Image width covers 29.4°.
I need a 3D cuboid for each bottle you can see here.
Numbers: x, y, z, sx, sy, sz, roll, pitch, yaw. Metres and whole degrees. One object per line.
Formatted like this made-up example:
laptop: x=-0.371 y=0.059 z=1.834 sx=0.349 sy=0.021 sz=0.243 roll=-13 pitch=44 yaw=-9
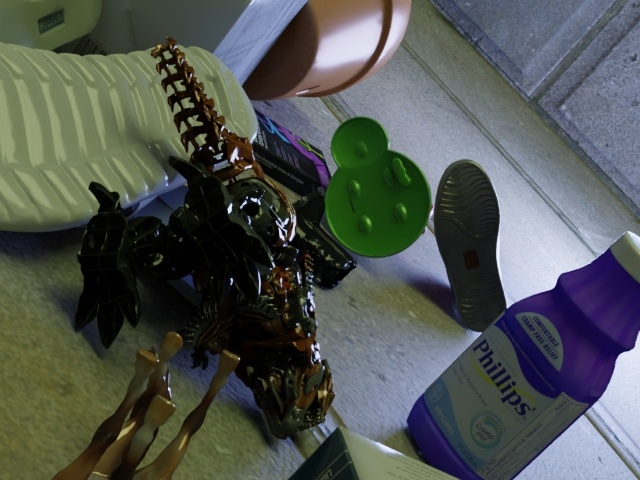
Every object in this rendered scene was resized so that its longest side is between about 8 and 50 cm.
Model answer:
bottle: x=0.207 y=0.113 z=1.130 sx=0.092 sy=0.283 sz=0.118 roll=16 pitch=33 yaw=-51

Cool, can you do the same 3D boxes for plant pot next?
plant pot: x=-0.052 y=-0.307 z=1.598 sx=0.291 sy=0.291 sz=0.203 roll=42 pitch=37 yaw=3

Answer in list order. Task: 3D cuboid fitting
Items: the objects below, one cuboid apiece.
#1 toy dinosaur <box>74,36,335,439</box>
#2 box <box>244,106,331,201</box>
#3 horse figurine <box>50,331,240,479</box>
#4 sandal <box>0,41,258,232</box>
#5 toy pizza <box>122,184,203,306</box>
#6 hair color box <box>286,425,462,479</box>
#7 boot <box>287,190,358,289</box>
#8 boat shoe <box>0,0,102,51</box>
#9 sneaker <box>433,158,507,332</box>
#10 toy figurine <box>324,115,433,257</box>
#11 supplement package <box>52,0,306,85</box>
toy dinosaur: x=-0.085 y=0.006 z=0.984 sx=0.322 sy=0.164 sz=0.218 roll=53 pitch=22 yaw=11
box: x=-0.057 y=-0.114 z=1.499 sx=0.162 sy=0.029 sz=0.116 roll=29 pitch=22 yaw=-26
horse figurine: x=-0.123 y=0.136 z=0.690 sx=0.066 sy=0.174 sz=0.263 roll=33 pitch=6 yaw=2
sandal: x=-0.211 y=-0.076 z=1.031 sx=0.416 sy=0.102 sz=0.169 roll=-11 pitch=68 yaw=-50
toy pizza: x=-0.101 y=0.020 z=1.124 sx=0.201 sy=0.032 sz=0.201 roll=33 pitch=22 yaw=-15
hair color box: x=0.085 y=0.296 z=0.775 sx=0.173 sy=0.105 sz=0.347 roll=28 pitch=23 yaw=-32
boot: x=0.000 y=0.000 z=1.342 sx=0.099 sy=0.045 sz=0.121 roll=42 pitch=26 yaw=9
boat shoe: x=-0.305 y=-0.211 z=1.174 sx=0.081 sy=0.079 sz=0.227 roll=11 pitch=26 yaw=25
sneaker: x=0.178 y=-0.005 z=1.531 sx=0.118 sy=0.083 sz=0.222 roll=-105 pitch=-175 yaw=-70
toy figurine: x=0.081 y=-0.058 z=1.510 sx=0.159 sy=0.130 sz=0.173 roll=18 pitch=53 yaw=-74
supplement package: x=-0.156 y=-0.277 z=1.369 sx=0.199 sy=0.198 sz=0.262 roll=42 pitch=26 yaw=2
